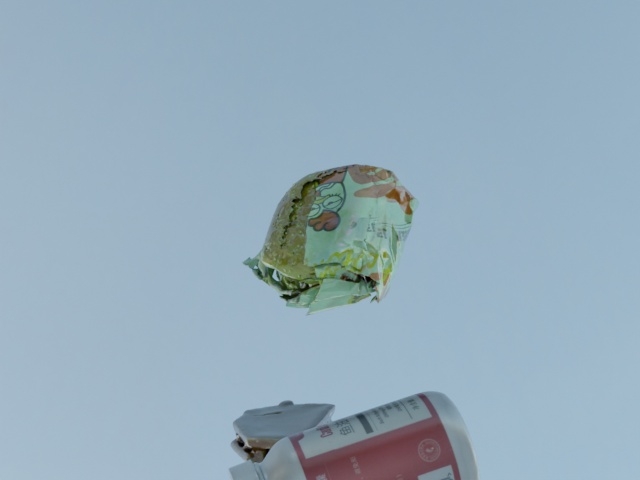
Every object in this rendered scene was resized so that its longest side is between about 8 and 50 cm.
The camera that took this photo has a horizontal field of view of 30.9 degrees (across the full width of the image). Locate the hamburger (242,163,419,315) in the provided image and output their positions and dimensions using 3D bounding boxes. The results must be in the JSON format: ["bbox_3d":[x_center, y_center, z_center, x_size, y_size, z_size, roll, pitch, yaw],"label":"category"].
[{"bbox_3d":[-0.002,0.001,1.509,0.235,0.214,0.125,5,-48,31],"label":"hamburger"}]

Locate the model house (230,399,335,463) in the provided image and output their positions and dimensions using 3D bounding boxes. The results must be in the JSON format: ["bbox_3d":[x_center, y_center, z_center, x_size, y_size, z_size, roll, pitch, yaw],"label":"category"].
[{"bbox_3d":[-0.040,0.388,1.873,0.200,0.220,0.229,-13,-86,30],"label":"model house"}]

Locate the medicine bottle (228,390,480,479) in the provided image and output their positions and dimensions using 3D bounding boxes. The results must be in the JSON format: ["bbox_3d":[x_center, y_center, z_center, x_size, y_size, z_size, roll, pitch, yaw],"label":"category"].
[{"bbox_3d":[0.036,0.254,1.238,0.250,0.131,0.131,-16,-55,-10],"label":"medicine bottle"}]
